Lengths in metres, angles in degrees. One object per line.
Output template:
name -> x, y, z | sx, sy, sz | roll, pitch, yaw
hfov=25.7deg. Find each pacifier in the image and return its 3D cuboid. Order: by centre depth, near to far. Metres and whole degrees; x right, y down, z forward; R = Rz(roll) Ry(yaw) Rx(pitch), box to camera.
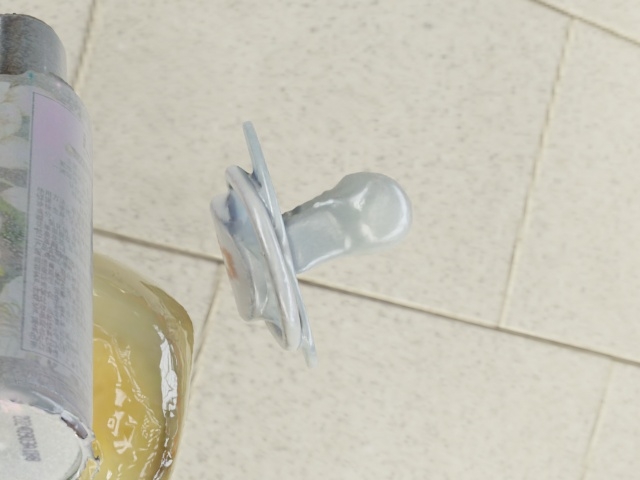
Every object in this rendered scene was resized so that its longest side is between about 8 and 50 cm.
pacifier -> 0.000, 0.000, 1.479 | 0.207, 0.227, 0.278 | -17, 114, -6

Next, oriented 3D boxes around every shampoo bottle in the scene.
shampoo bottle -> -0.118, -0.005, 0.520 | 0.072, 0.214, 0.072 | -5, 135, -5

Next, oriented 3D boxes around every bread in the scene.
bread -> -0.323, 0.149, 1.272 | 0.376, 0.253, 0.347 | 19, 84, -11
